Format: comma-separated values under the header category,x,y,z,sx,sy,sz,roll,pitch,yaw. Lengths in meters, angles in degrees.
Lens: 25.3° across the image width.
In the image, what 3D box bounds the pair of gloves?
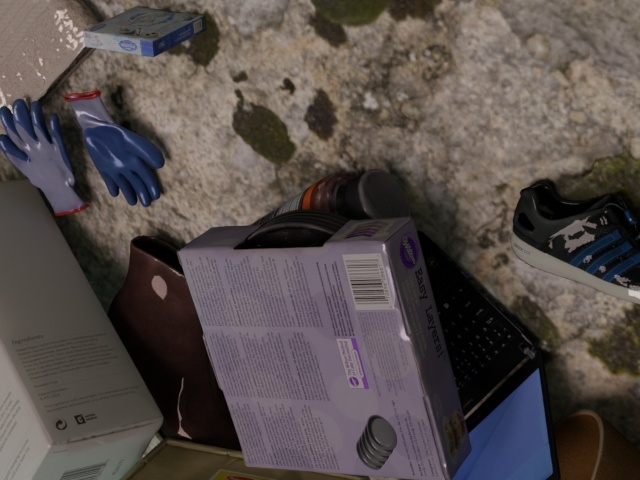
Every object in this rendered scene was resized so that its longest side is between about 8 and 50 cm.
category,x,y,z,sx,sy,sz,roll,pitch,yaw
pair of gloves,-0.268,-0.098,1.602,0.198,0.023,0.159,-8,125,29

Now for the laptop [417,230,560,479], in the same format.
category,x,y,z,sx,sy,sz,roll,pitch,yaw
laptop,0.105,0.173,1.442,0.264,0.136,0.234,45,129,7

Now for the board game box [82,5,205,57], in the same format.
category,x,y,z,sx,sy,sz,roll,pitch,yaw
board game box,-0.181,-0.216,1.466,0.090,0.090,0.020,13,121,29

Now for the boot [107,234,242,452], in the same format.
category,x,y,z,sx,sy,sz,roll,pitch,yaw
boot,-0.148,0.134,1.622,0.248,0.090,0.207,36,130,18

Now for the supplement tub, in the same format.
category,x,y,z,sx,sy,sz,roll,pitch,yaw
supplement tub,0.000,0.000,1.445,0.198,0.106,0.106,-30,95,40

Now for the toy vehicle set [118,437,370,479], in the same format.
category,x,y,z,sx,sy,sz,roll,pitch,yaw
toy vehicle set,-0.099,0.285,1.506,0.267,0.166,0.035,6,117,29

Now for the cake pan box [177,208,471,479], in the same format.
category,x,y,z,sx,sy,sz,roll,pitch,yaw
cake pan box,0.002,0.103,1.386,0.245,0.070,0.267,-5,112,33

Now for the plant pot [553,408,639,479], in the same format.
category,x,y,z,sx,sy,sz,roll,pitch,yaw
plant pot,0.294,0.330,1.358,0.254,0.237,0.237,35,130,-6

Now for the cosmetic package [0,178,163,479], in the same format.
category,x,y,z,sx,sy,sz,roll,pitch,yaw
cosmetic package,-0.352,0.127,1.638,0.365,0.155,0.197,59,135,26

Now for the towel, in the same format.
category,x,y,z,sx,sy,sz,roll,pitch,yaw
towel,-0.375,-0.228,1.618,0.187,0.049,0.282,52,130,0

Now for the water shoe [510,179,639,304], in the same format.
category,x,y,z,sx,sy,sz,roll,pitch,yaw
water shoe,0.265,0.001,1.288,0.203,0.073,0.080,15,119,27
